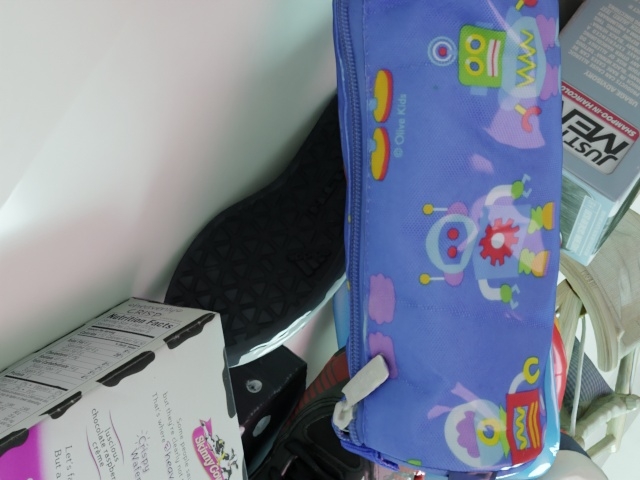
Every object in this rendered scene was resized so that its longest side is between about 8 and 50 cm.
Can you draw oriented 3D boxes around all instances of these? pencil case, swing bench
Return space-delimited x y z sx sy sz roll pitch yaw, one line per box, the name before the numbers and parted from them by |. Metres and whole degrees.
pencil case | 0.063 -0.020 0.767 0.133 0.119 0.306 -6 101 -37
swing bench | 0.254 0.105 1.459 0.253 0.165 0.254 -16 136 -58

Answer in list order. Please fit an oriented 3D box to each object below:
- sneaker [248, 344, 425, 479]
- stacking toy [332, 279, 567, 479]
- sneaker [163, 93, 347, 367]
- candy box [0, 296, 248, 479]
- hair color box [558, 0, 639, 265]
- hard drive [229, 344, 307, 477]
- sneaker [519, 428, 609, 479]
sneaker | -0.019 0.187 0.909 0.135 0.098 0.276 -19 141 -61
stacking toy | 0.131 0.059 1.173 0.302 0.166 0.175 -51 135 -64
sneaker | 0.000 0.000 0.868 0.234 0.084 0.097 -47 159 -22
candy box | -0.137 0.147 0.728 0.233 0.071 0.159 -30 120 -46
hair color box | 0.283 -0.176 1.138 0.374 0.114 0.185 -52 167 -10
hard drive | -0.141 0.231 0.937 0.339 0.064 0.237 -45 156 -28
sneaker | 0.080 0.276 1.171 0.350 0.131 0.148 -38 -155 6
